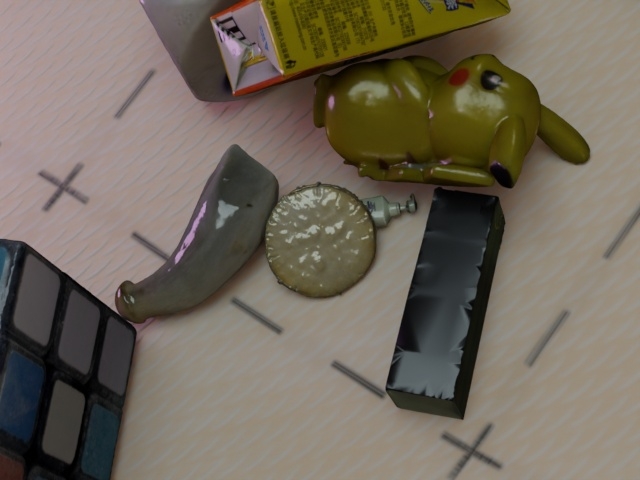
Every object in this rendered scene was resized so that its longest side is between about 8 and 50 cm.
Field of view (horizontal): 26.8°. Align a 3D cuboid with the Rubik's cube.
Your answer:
[{"bbox_3d":[-0.457,0.205,1.610,0.359,0.362,0.363,3,66,19],"label":"Rubik's cube"}]

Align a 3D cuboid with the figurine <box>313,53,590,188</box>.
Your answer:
[{"bbox_3d":[0.152,-0.148,1.691,0.327,0.218,0.169,2,106,25],"label":"figurine"}]

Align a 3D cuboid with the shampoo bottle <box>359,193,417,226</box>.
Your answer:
[{"bbox_3d":[0.057,-0.033,1.753,0.141,0.034,0.049,-10,61,10],"label":"shampoo bottle"}]

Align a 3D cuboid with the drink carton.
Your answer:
[{"bbox_3d":[0.054,-0.284,1.702,0.351,0.154,0.111,-19,96,-29],"label":"drink carton"}]

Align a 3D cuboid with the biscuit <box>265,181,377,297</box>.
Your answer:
[{"bbox_3d":[0.000,0.000,1.727,0.152,0.020,0.152,0,93,2],"label":"biscuit"}]

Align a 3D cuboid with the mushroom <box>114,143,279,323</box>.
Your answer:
[{"bbox_3d":[-0.154,0.011,1.756,0.118,0.103,0.270,37,86,25],"label":"mushroom"}]

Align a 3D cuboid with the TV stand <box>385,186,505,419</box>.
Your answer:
[{"bbox_3d":[0.156,0.074,1.653,0.088,0.083,0.269,7,68,19],"label":"TV stand"}]

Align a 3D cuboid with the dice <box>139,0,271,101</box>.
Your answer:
[{"bbox_3d":[-0.122,-0.362,1.826,0.259,0.251,0.243,-32,63,-1],"label":"dice"}]
